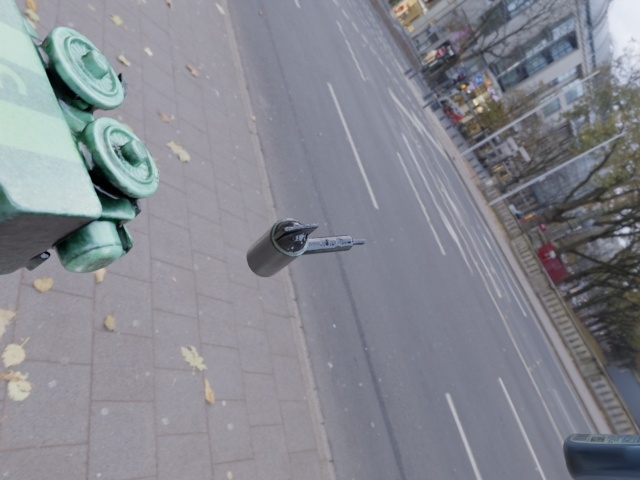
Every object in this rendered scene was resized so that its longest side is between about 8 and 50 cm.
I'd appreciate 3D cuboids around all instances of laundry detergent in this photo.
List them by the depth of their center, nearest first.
[{"bbox_3d":[0.395,0.247,0.466,0.097,0.206,0.061,27,54,-34],"label":"laundry detergent"}]

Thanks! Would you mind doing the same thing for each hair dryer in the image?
[{"bbox_3d":[0.000,0.000,0.823,0.249,0.196,0.077,-7,75,-31],"label":"hair dryer"}]

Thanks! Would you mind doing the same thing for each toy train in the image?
[{"bbox_3d":[-0.299,-0.110,0.406,0.299,0.167,0.238,63,13,7],"label":"toy train"}]
